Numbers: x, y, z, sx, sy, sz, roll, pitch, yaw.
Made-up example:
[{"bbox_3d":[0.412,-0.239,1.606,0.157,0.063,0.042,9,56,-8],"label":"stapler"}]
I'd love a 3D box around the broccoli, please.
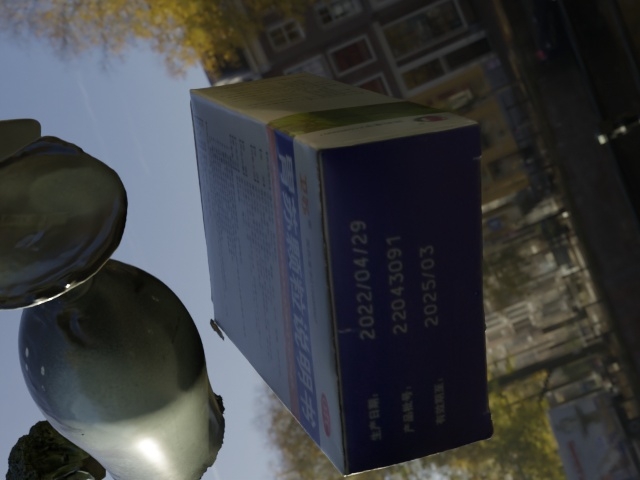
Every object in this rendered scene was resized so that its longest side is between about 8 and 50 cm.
[{"bbox_3d":[-0.367,0.323,1.416,0.162,0.138,0.146,-2,-99,-70],"label":"broccoli"}]

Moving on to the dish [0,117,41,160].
[{"bbox_3d":[-0.443,-0.057,1.168,0.080,0.243,0.182,50,-167,-34],"label":"dish"}]

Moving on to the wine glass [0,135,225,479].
[{"bbox_3d":[-0.120,0.056,0.551,0.222,0.103,0.103,75,180,-49],"label":"wine glass"}]

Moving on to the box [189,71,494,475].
[{"bbox_3d":[0.000,0.000,0.699,0.299,0.106,0.200,-147,49,-64],"label":"box"}]
